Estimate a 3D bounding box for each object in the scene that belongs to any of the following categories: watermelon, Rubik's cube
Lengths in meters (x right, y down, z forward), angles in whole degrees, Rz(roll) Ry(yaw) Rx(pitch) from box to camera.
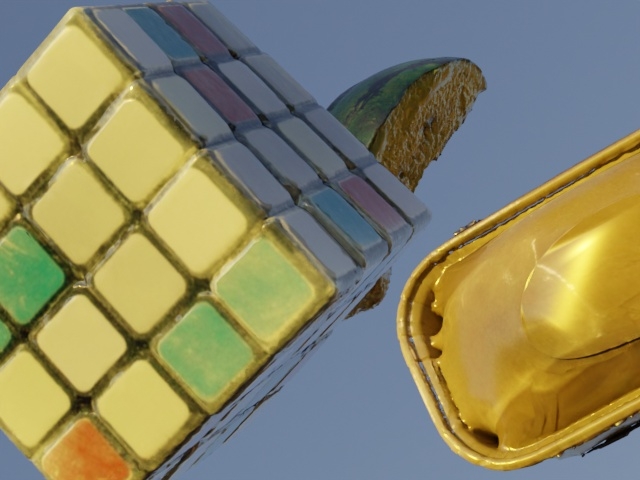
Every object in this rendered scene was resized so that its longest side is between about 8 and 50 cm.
[{"bbox_3d":[0.069,-0.094,1.568,0.129,0.123,0.301,48,-121,-24],"label":"watermelon"},{"bbox_3d":[-0.114,0.003,1.111,0.256,0.259,0.253,-47,-6,20],"label":"Rubik's cube"}]

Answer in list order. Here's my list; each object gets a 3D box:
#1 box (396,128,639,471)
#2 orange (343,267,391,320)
[{"bbox_3d":[0.119,0.021,0.625,0.177,0.111,0.111,-31,-46,11],"label":"box"},{"bbox_3d":[0.000,0.000,1.380,0.156,0.157,0.134,0,-39,-24],"label":"orange"}]
